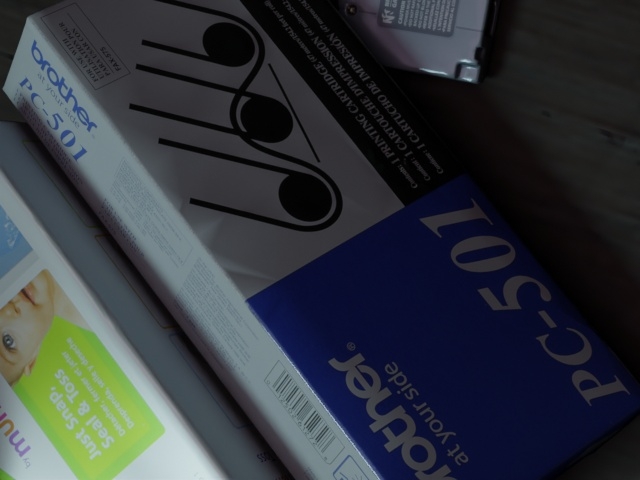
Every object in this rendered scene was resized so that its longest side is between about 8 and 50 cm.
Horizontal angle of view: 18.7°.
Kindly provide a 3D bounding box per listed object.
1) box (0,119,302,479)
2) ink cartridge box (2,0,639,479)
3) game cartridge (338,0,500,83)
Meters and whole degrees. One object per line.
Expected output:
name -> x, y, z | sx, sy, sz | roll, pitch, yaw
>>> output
box -> -0.070, 0.072, 0.641 | 0.114, 0.103, 0.203 | -43, 77, 17
ink cartridge box -> 0.000, 0.000, 0.614 | 0.207, 0.097, 0.046 | 52, 147, 12
game cartridge -> 0.035, -0.097, 0.643 | 0.056, 0.017, 0.083 | 12, 96, 17
